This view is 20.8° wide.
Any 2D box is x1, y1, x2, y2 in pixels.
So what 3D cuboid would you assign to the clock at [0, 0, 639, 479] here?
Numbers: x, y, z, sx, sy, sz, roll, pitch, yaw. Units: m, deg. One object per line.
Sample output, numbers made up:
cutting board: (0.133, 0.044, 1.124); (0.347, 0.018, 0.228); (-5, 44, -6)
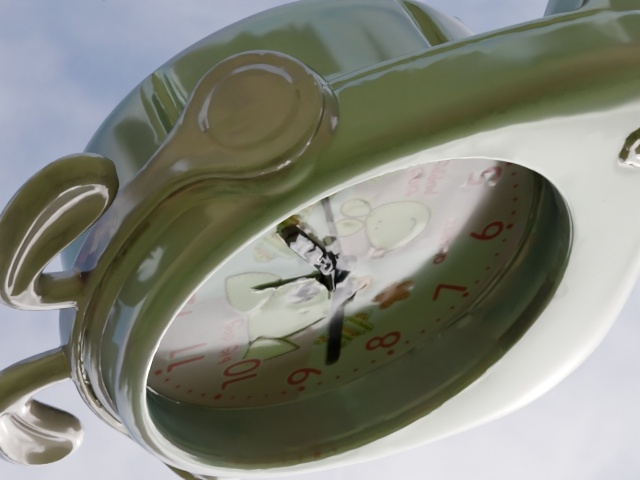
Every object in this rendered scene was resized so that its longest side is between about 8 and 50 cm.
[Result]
clock: (0.000, 0.000, 0.460); (0.191, 0.062, 0.151); (-13, -36, -23)
